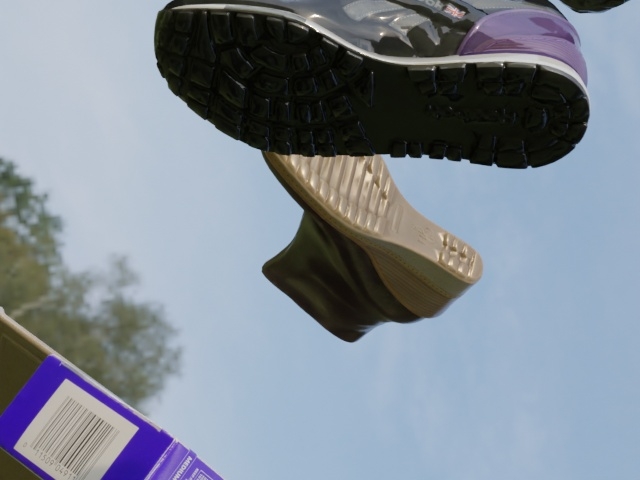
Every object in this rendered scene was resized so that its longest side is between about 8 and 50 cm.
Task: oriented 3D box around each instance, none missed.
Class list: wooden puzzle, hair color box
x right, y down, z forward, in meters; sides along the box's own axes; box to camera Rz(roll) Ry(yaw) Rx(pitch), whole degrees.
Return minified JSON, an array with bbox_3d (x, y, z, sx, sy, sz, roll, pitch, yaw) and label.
[{"bbox_3d":[-0.307,0.219,1.750,0.238,0.044,0.221,35,-58,31],"label":"wooden puzzle"},{"bbox_3d":[-0.152,0.256,1.524,0.185,0.110,0.339,28,-16,35],"label":"hair color box"}]

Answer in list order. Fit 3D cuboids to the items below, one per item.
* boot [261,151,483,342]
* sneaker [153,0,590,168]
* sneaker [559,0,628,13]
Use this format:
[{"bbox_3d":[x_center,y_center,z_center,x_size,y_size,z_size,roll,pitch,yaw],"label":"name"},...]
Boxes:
[{"bbox_3d":[0.000,0.000,1.374,0.207,0.248,0.090,-27,-149,50],"label":"boot"},{"bbox_3d":[0.034,-0.125,1.027,0.124,0.283,0.107,-84,-175,-47],"label":"sneaker"},{"bbox_3d":[0.281,-0.349,1.312,0.146,0.134,0.344,59,52,-85],"label":"sneaker"}]
